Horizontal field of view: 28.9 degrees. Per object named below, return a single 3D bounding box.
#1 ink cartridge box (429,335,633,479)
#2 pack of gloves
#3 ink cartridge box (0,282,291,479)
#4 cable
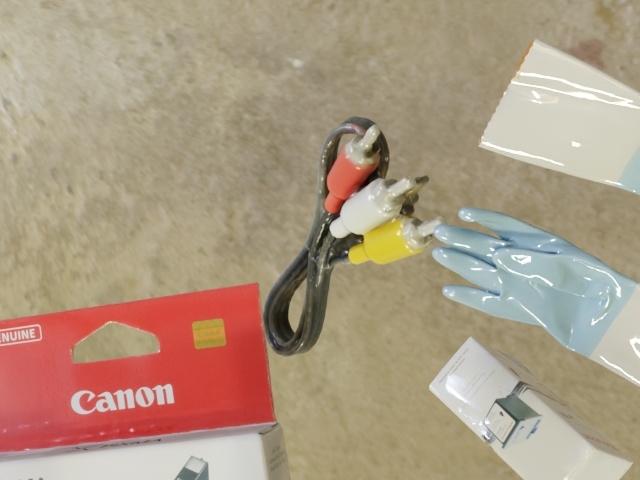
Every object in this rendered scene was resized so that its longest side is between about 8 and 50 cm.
[{"bbox_3d":[0.231,0.204,1.366,0.082,0.191,0.140,-53,146,6],"label":"ink cartridge box"},{"bbox_3d":[0.202,-0.008,0.826,0.232,0.046,0.195,25,121,-2],"label":"pack of gloves"},{"bbox_3d":[-0.180,0.187,1.103,0.296,0.066,0.261,-9,90,15],"label":"ink cartridge box"},{"bbox_3d":[0.000,0.000,1.099,0.072,0.287,0.139,-18,71,-45],"label":"cable"}]
